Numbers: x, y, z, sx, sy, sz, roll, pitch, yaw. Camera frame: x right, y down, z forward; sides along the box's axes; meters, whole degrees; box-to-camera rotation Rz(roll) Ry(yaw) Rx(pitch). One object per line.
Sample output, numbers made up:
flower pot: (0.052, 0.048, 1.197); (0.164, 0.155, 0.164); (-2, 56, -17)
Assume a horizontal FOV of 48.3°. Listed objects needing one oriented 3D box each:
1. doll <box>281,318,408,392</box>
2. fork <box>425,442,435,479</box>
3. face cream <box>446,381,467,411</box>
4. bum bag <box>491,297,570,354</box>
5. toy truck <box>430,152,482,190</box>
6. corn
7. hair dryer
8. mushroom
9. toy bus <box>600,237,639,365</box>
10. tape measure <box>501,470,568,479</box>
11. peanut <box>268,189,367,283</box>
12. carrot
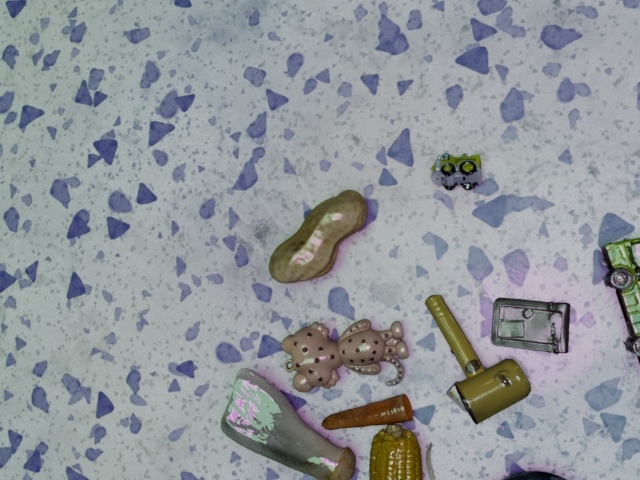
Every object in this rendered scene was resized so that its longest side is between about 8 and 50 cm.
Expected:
doll: (0.054, 0.251, 1.575); (0.278, 0.119, 0.154); (-5, 84, 7)
fork: (0.249, 0.545, 1.526); (0.028, 0.034, 0.219); (-12, 79, 42)
face cream: (0.311, 0.342, 1.528); (0.083, 0.021, 0.040); (43, 96, 15)
bum bag: (0.442, 0.178, 1.506); (0.160, 0.026, 0.109); (5, 86, 23)
toy truck: (0.296, -0.158, 1.557); (0.111, 0.076, 0.076); (2, 61, 15)
corn: (0.161, 0.569, 1.502); (0.121, 0.120, 0.363); (-4, 84, 16)
hair dryer: (0.315, 0.230, 1.507); (0.135, 0.090, 0.278); (-28, 68, 0)
mushroom: (-0.071, 0.429, 1.580); (0.329, 0.122, 0.159); (28, 119, 15)
toy bus: (0.655, 0.136, 1.401); (0.139, 0.113, 0.301); (-17, 83, 15)
tape measure: (0.431, 0.600, 1.403); (0.256, 0.147, 0.274); (-6, 84, 16)
peanut: (0.000, 0.000, 1.608); (0.125, 0.111, 0.274); (45, 99, 11)
carrot: (0.096, 0.388, 1.575); (0.210, 0.061, 0.061); (-17, 80, 19)
